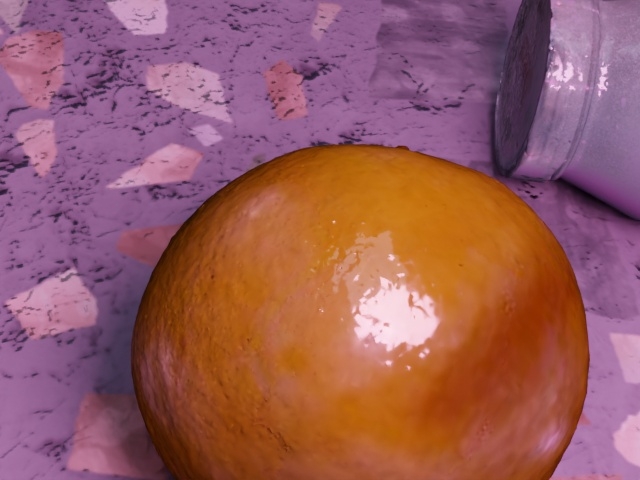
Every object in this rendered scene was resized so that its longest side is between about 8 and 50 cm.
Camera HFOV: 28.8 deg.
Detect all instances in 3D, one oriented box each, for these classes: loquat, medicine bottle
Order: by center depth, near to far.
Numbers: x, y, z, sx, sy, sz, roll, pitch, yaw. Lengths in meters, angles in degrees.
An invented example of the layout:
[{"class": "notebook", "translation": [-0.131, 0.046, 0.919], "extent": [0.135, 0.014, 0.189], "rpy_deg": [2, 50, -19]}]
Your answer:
[{"class": "loquat", "translation": [0.024, 0.108, 0.887], "extent": [0.328, 0.328, 0.359], "rpy_deg": [12, 62, -2]}, {"class": "medicine bottle", "translation": [0.329, -0.137, 1.189], "extent": [0.290, 0.245, 0.245], "rpy_deg": [9, 50, -3]}]

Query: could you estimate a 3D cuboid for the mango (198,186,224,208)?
[{"class": "mango", "translation": [0.000, 0.000, 1.100], "extent": [0.227, 0.109, 0.147], "rpy_deg": [12, 74, -2]}]
